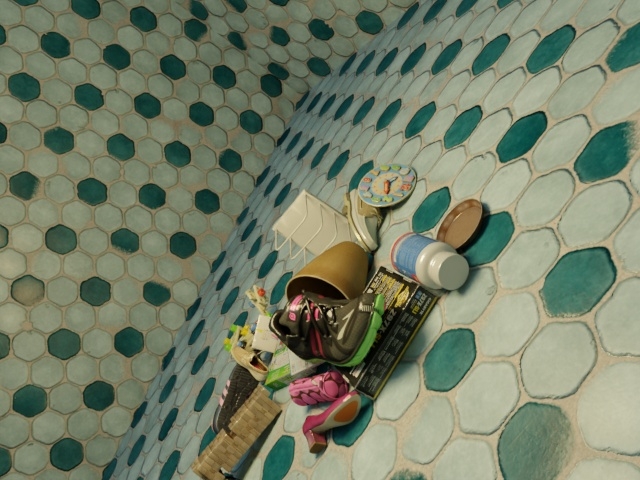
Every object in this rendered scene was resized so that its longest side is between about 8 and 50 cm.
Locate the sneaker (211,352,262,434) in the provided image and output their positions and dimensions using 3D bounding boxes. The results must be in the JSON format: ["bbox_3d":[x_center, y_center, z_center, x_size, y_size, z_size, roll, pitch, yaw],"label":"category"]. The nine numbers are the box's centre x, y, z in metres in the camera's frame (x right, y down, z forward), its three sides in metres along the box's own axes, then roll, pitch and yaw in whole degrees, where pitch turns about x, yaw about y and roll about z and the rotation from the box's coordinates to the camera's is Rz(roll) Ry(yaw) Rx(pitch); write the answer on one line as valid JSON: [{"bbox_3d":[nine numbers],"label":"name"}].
[{"bbox_3d":[-0.320,0.566,2.239,0.131,0.112,0.319,-37,24,56],"label":"sneaker"}]

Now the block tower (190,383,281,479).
[{"bbox_3d":[-0.265,0.627,1.945,0.335,0.097,0.091,-50,11,-15],"label":"block tower"}]

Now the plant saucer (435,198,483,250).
[{"bbox_3d":[0.381,-0.035,1.636,0.168,0.029,0.168,-46,23,26],"label":"plant saucer"}]

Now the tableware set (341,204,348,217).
[{"bbox_3d":[0.146,-0.122,2.292,0.128,0.039,0.194,-50,22,-10],"label":"tableware set"}]

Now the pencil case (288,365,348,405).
[{"bbox_3d":[-0.014,0.427,1.746,0.209,0.098,0.095,-34,60,52],"label":"pencil case"}]

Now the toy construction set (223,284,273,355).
[{"bbox_3d":[-0.274,0.349,2.407,0.215,0.151,0.327,-96,28,-62],"label":"toy construction set"}]

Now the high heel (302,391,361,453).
[{"bbox_3d":[0.028,0.460,1.635,0.244,0.082,0.117,-61,26,29],"label":"high heel"}]

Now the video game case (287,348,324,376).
[{"bbox_3d":[-0.025,0.348,1.903,0.166,0.015,0.119,-28,37,12],"label":"video game case"}]

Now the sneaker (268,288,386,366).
[{"bbox_3d":[0.001,0.231,1.639,0.483,0.202,0.185,-29,35,54],"label":"sneaker"}]

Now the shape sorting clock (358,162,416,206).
[{"bbox_3d":[0.228,-0.195,2.085,0.206,0.040,0.206,-10,49,12],"label":"shape sorting clock"}]

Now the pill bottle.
[{"bbox_3d":[0.283,0.056,1.576,0.124,0.124,0.221,-58,24,-2],"label":"pill bottle"}]

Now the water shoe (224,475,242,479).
[{"bbox_3d":[-0.275,0.788,1.886,0.203,0.073,0.080,155,122,-63],"label":"water shoe"}]

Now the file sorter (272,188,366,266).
[{"bbox_3d":[0.000,0.000,2.109,0.193,0.278,0.173,-48,25,23],"label":"file sorter"}]

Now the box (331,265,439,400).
[{"bbox_3d":[0.158,0.242,1.667,0.322,0.079,0.257,-58,21,-2],"label":"box"}]

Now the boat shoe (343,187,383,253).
[{"bbox_3d":[0.158,-0.084,2.095,0.103,0.113,0.302,-27,43,13],"label":"boat shoe"}]

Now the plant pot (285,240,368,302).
[{"bbox_3d":[0.050,0.124,1.925,0.237,0.237,0.254,-36,13,45],"label":"plant pot"}]

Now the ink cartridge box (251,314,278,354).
[{"bbox_3d":[-0.200,0.357,2.236,0.092,0.090,0.143,112,170,-77],"label":"ink cartridge box"}]

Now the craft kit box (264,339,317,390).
[{"bbox_3d":[-0.077,0.364,2.061,0.250,0.061,0.246,-36,26,45],"label":"craft kit box"}]

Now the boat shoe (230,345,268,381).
[{"bbox_3d":[-0.253,0.437,2.206,0.063,0.170,0.059,-32,-24,-55],"label":"boat shoe"}]
